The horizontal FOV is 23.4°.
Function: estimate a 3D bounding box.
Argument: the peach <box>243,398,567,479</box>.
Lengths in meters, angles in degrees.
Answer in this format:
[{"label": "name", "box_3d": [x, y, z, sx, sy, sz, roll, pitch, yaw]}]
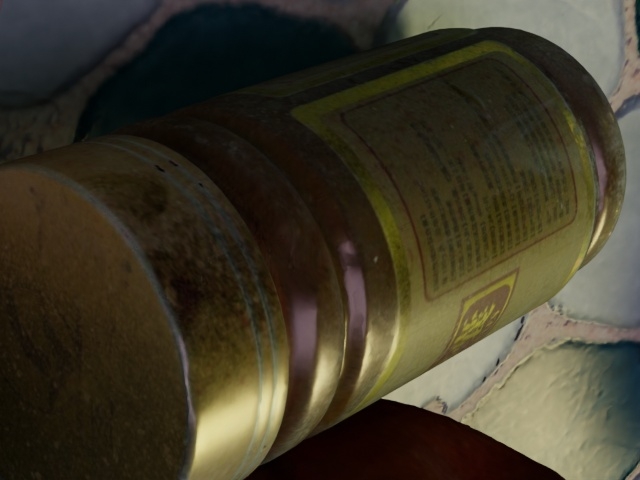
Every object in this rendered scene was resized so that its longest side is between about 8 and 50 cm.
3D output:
[{"label": "peach", "box_3d": [-0.015, 0.241, 0.768, 0.373, 0.290, 0.372, 6, 128, 8]}]

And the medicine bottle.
[{"label": "medicine bottle", "box_3d": [0.000, 0.000, 0.695, 0.322, 0.151, 0.151, -24, 128, -46]}]

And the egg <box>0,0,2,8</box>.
[{"label": "egg", "box_3d": [-0.220, -0.057, 0.547, 0.174, 0.264, 0.286, 15, 86, 0]}]
